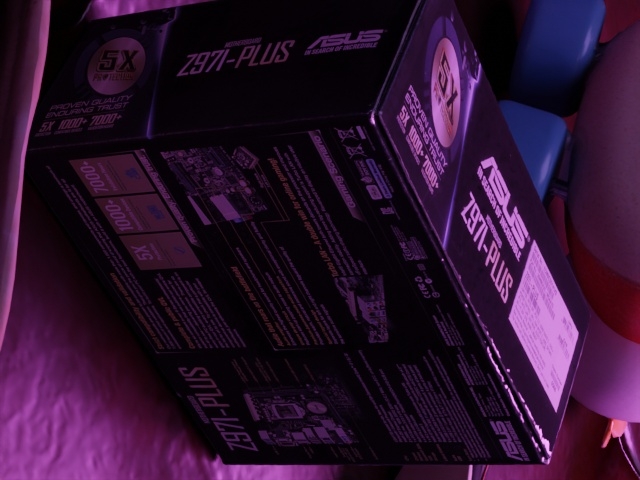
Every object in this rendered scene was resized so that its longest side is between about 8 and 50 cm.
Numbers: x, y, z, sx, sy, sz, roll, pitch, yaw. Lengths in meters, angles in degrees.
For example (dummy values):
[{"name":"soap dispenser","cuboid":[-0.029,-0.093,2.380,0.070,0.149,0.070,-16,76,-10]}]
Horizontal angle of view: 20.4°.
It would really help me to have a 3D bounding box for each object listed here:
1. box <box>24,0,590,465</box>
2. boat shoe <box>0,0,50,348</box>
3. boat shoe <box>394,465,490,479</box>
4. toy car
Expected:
[{"name":"box","cuboid":[0.000,0.000,0.662,0.180,0.147,0.077,60,38,-36]},{"name":"boat shoe","cuboid":[-0.112,-0.110,0.513,0.122,0.110,0.341,29,62,-56]},{"name":"boat shoe","cuboid":[0.061,0.113,0.856,0.042,0.049,0.133,47,42,-37]},{"name":"toy car","cuboid":[0.191,0.011,1.008,0.238,0.219,0.210,98,12,-47]}]
